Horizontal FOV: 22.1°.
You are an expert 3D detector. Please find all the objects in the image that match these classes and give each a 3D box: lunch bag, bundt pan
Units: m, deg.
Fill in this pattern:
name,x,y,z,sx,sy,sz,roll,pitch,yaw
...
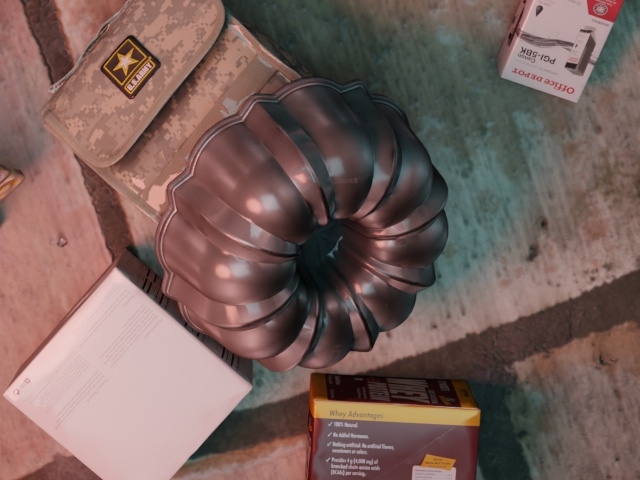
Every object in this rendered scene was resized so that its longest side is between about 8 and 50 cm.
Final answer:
name,x,y,z,sx,sy,sz,roll,pitch,yaw
lunch bag,-0.140,-0.142,1.807,0.287,0.169,0.235,40,95,-2
bundt pan,0.000,0.000,1.720,0.331,0.124,0.331,-16,125,-24

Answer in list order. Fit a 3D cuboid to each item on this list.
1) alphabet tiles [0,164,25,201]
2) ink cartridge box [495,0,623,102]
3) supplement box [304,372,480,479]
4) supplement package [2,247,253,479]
name,x,y,z,sx,sy,sz,roll,pitch,yaw
alphabet tiles,-0.440,0.017,1.762,0.278,0.284,0.021,-41,84,4
ink cartridge box,0.268,-0.235,1.836,0.099,0.056,0.135,17,115,-8
supplement box,0.078,0.265,1.895,0.191,0.129,0.194,3,99,-2
supplement package,-0.213,0.153,1.857,0.203,0.149,0.194,42,96,-7
